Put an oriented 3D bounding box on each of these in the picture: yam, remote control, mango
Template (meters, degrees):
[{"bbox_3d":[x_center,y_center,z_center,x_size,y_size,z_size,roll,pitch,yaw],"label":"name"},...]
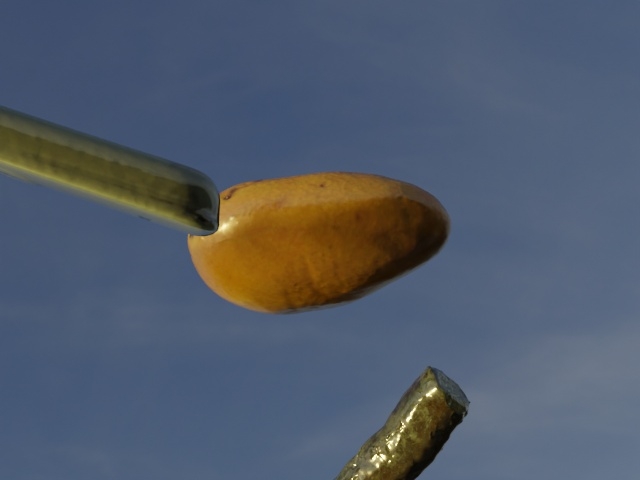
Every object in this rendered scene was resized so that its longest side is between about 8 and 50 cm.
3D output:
[{"bbox_3d":[0.035,0.230,1.085,0.061,0.061,0.274,25,-70,-45],"label":"yam"},{"bbox_3d":[-0.203,-0.064,0.678,0.309,0.090,0.038,18,-92,-10],"label":"remote control"},{"bbox_3d":[0.000,0.000,1.030,0.227,0.109,0.147,-5,-39,5],"label":"mango"}]
